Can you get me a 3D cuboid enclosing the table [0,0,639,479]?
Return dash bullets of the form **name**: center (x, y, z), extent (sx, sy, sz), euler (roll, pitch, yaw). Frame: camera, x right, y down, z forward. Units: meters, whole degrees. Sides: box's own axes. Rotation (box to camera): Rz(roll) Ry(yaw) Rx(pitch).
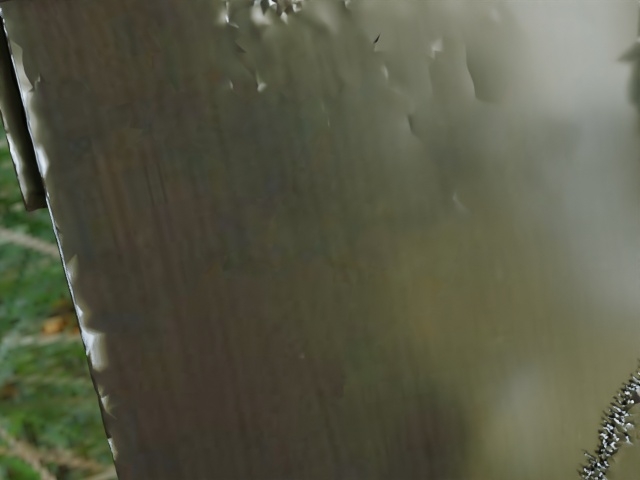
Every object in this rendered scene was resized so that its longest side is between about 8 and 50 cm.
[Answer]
- **table**: center (0.000, 0.000, 0.630), extent (0.250, 0.196, 0.282), euler (-118, -164, -69)
